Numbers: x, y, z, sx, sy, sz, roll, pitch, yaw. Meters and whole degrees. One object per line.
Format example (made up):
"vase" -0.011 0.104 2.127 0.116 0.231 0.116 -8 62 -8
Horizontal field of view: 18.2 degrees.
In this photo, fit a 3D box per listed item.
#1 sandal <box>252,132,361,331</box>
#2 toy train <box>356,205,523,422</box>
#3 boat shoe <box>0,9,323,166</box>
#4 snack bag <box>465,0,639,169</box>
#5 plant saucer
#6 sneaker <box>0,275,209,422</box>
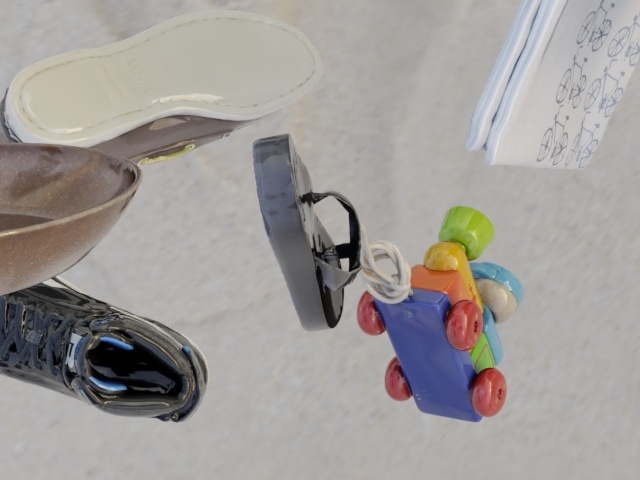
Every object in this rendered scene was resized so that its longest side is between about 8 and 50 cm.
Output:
"sandal" 0.000 0.001 1.387 0.054 0.254 0.097 -10 74 4
"toy train" 0.101 0.025 1.669 0.105 0.143 0.248 8 140 30
"boat shoe" -0.148 -0.126 1.820 0.117 0.324 0.097 60 145 17
"snack bag" 0.239 -0.218 1.648 0.037 0.323 0.343 25 99 20
"plant saucer" -0.174 -0.005 0.854 0.198 0.198 0.036 3 107 22
"sneaker" -0.175 0.059 1.292 0.216 0.121 0.079 16 87 -3
